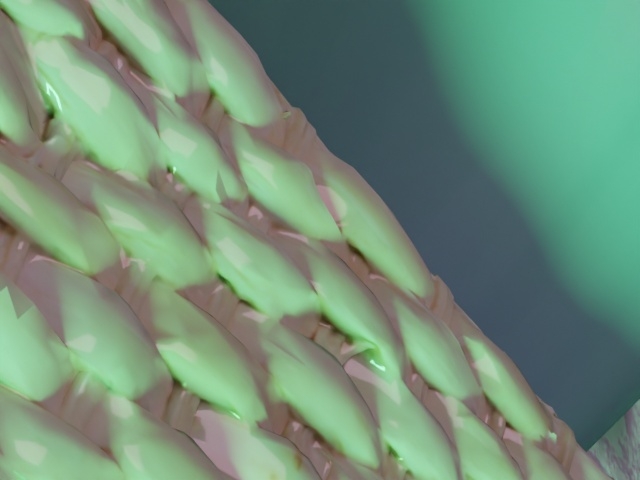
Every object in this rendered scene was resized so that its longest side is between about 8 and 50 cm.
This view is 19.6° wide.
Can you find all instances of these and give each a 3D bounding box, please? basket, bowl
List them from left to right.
[{"bbox_3d":[-0.112,0.129,0.466,0.331,0.266,0.328,49,43,-31],"label":"basket"},{"bbox_3d":[0.000,0.000,0.683,0.311,0.312,0.163,43,64,-38],"label":"bowl"}]
